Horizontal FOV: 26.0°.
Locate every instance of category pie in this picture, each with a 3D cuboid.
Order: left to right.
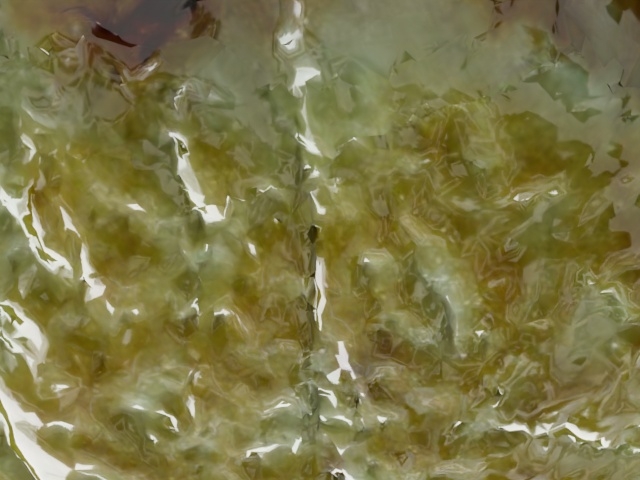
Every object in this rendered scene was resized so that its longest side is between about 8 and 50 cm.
[{"bbox_3d":[-0.014,0.020,0.607,0.395,0.418,0.180,57,-168,-29],"label":"pie"}]
